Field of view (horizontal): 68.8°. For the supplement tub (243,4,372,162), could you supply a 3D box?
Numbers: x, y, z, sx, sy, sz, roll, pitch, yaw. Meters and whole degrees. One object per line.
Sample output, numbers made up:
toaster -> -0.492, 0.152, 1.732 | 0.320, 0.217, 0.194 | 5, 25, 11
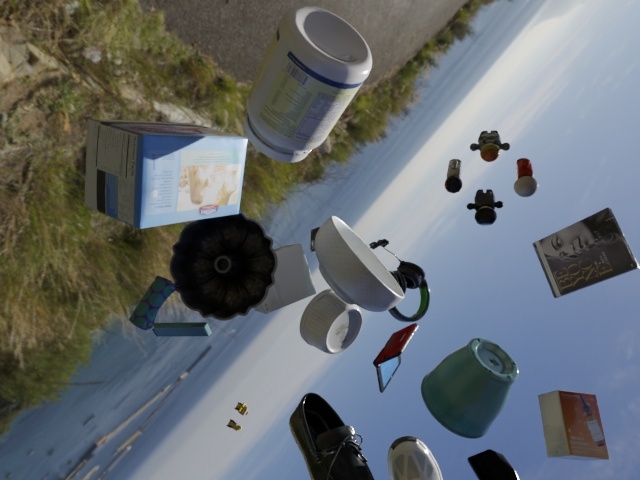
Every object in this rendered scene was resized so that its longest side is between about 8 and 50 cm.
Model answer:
supplement tub -> -0.046, -0.376, 1.168 | 0.235, 0.235, 0.325 | -47, 178, -44

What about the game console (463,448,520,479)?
game console -> 0.550, 0.910, 1.706 | 0.360, 0.044, 0.213 | -16, -147, -7

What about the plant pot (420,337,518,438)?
plant pot -> 0.521, 0.478, 1.590 | 0.271, 0.271, 0.255 | -46, 163, -57

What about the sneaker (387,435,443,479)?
sneaker -> 0.329, 0.848, 1.419 | 0.168, 0.449, 0.257 | -15, 179, 2

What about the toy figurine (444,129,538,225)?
toy figurine -> 0.459, -0.170, 1.283 | 0.213, 0.209, 0.148 | -40, -163, 38

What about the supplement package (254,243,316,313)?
supplement package -> -0.155, 0.133, 1.682 | 0.203, 0.195, 0.149 | -19, -175, -23

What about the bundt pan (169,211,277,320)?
bundt pan -> -0.282, 0.077, 1.437 | 0.331, 0.330, 0.124 | -48, 172, -1

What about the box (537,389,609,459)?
box -> 0.706, 0.520, 1.312 | 0.091, 0.129, 0.171 | 119, -22, -60

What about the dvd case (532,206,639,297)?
dvd case -> 0.680, 0.037, 1.220 | 0.018, 0.165, 0.221 | 3, 153, -34

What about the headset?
headset -> 0.346, 0.179, 2.122 | 0.243, 0.395, 0.185 | -24, -177, -34

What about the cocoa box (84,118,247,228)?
cocoa box -> -0.398, -0.185, 1.241 | 0.347, 0.227, 0.232 | -16, 120, -55

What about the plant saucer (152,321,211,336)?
plant saucer -> -0.455, 0.291, 1.519 | 0.067, 0.191, 0.018 | 83, 7, -47

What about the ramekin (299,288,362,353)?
ramekin -> 0.043, 0.271, 1.533 | 0.207, 0.109, 0.207 | -23, 125, -36

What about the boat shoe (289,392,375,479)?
boat shoe -> 0.047, 0.691, 1.520 | 0.500, 0.186, 0.156 | 41, -57, 53

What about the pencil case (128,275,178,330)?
pencil case -> -0.465, 0.175, 1.305 | 0.064, 0.070, 0.152 | -3, -125, 59

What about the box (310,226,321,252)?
box -> 0.000, 0.000, 1.659 | 0.062, 0.052, 0.084 | -16, -111, 58

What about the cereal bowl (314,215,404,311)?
cereal bowl -> 0.096, 0.091, 1.435 | 0.141, 0.339, 0.339 | -41, 179, 10

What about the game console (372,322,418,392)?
game console -> 0.197, 0.291, 1.167 | 0.124, 0.085, 0.144 | -36, -179, 37

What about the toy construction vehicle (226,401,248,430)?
toy construction vehicle -> -0.261, 0.572, 1.514 | 0.098, 0.035, 0.086 | -27, -153, 57
